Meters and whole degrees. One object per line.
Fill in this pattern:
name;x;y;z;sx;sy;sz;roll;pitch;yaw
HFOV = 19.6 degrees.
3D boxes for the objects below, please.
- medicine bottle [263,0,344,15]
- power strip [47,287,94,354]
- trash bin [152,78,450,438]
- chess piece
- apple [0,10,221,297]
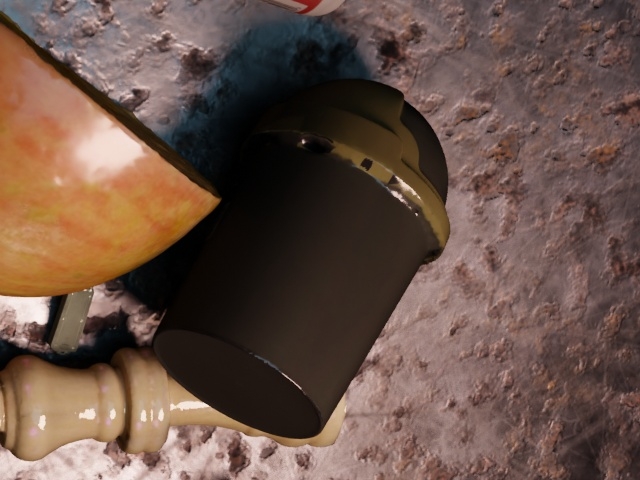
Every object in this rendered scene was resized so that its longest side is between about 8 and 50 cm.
medicine bottle;-0.085;-0.298;1.684;0.250;0.131;0.131;17;96;-26
power strip;-0.235;0.071;1.762;0.027;0.017;0.083;9;116;-26
trash bin;0.000;0.000;1.720;0.214;0.214;0.334;41;60;-26
chess piece;-0.178;0.155;1.769;0.397;0.117;0.117;-3;104;-21
apple;-0.258;-0.075;1.633;0.309;0.314;0.252;45;42;-25
